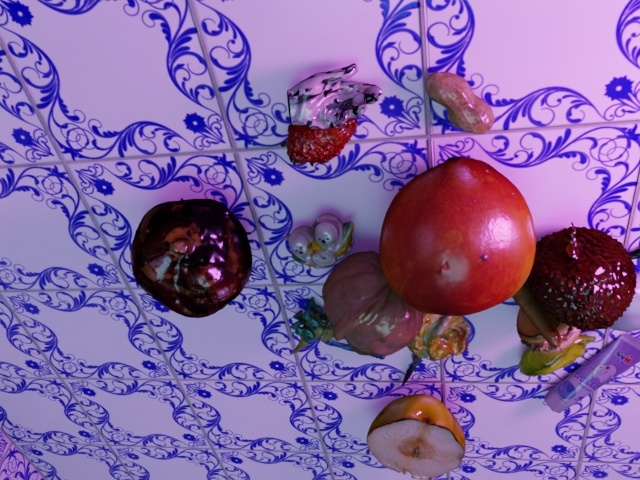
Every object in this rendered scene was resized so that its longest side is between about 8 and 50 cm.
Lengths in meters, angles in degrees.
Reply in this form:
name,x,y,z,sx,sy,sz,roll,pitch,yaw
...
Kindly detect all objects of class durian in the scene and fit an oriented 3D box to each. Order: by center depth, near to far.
name,x,y,z,sx,sy,sz,roll,pitch,yaw
durian,0.718,0.349,1.882,0.139,0.101,0.250,0,144,-40

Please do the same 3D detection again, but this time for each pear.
name,x,y,z,sx,sy,sz,roll,pitch,yaw
pear,0.344,0.666,2.163,0.340,0.191,0.386,15,133,1

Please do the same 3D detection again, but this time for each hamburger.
name,x,y,z,sx,sy,sz,roll,pitch,yaw
hamburger,0.649,0.239,1.730,0.118,0.191,0.182,44,154,-16

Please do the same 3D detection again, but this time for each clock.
name,x,y,z,sx,sy,sz,roll,pitch,yaw
clock,0.000,0.000,1.690,0.231,0.103,0.144,-28,130,31

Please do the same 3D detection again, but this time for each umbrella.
name,x,y,z,sx,sy,sz,roll,pitch,yaw
umbrella,0.310,0.425,2.057,0.044,0.044,0.269,36,134,19

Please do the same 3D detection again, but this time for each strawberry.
name,x,y,z,sx,sy,sz,roll,pitch,yaw
strawberry,-0.007,-0.241,1.491,0.192,0.085,0.140,5,130,3

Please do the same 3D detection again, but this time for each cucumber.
name,x,y,z,sx,sy,sz,roll,pitch,yaw
cucumber,0.874,0.025,1.605,0.163,0.043,0.039,-16,89,21

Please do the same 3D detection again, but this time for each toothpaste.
name,x,y,z,sx,sy,sz,roll,pitch,yaw
toothpaste,0.876,0.425,1.947,0.125,0.080,0.371,31,122,-13

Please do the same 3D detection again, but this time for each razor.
name,x,y,z,sx,sy,sz,roll,pitch,yaw
razor,0.097,0.350,2.026,0.253,0.042,0.082,17,131,-7

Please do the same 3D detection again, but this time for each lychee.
name,x,y,z,sx,sy,sz,roll,pitch,yaw
lychee,0.657,0.089,1.546,0.264,0.264,0.300,-15,121,22

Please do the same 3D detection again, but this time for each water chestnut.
name,x,y,z,sx,sy,sz,roll,pitch,yaw
water chestnut,-0.359,0.046,1.688,0.335,0.335,0.347,29,159,-16

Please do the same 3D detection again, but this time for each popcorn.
name,x,y,z,sx,sy,sz,roll,pitch,yaw
popcorn,0.333,0.250,1.799,0.204,0.183,0.221,-20,129,-9

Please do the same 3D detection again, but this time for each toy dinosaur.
name,x,y,z,sx,sy,sz,roll,pitch,yaw
toy dinosaur,-0.032,0.285,1.953,0.259,0.094,0.153,-36,109,30

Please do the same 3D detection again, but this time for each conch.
name,x,y,z,sx,sy,sz,roll,pitch,yaw
conch,0.848,0.178,1.706,0.185,0.121,0.221,39,138,15

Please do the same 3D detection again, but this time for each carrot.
name,x,y,z,sx,sy,sz,roll,pitch,yaw
carrot,0.575,0.182,1.651,0.078,0.298,0.078,-24,159,-10

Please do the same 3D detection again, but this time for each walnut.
name,x,y,z,sx,sy,sz,roll,pitch,yaw
walnut,0.143,0.177,1.688,0.296,0.285,0.285,51,130,13

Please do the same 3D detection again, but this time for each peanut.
name,x,y,z,sx,sy,sz,roll,pitch,yaw
peanut,0.314,-0.311,1.375,0.193,0.089,0.089,41,126,-19

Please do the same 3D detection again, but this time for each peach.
name,x,y,z,sx,sy,sz,roll,pitch,yaw
peach,0.324,-0.011,1.467,0.388,0.388,0.388,5,132,6

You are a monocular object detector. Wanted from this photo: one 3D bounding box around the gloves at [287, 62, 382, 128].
name,x,y,z,sx,sy,sz,roll,pitch,yaw
gloves,0.033,-0.324,1.395,0.212,0.127,0.111,-8,176,-5
